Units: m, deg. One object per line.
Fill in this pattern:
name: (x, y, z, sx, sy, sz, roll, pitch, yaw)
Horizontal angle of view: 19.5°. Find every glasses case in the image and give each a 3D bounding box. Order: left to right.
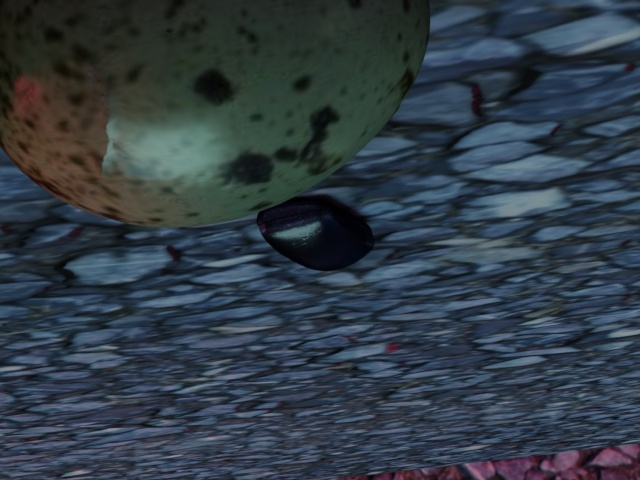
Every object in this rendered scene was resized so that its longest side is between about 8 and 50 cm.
glasses case: (0.000, 0.000, 0.825, 0.033, 0.023, 0.083, -9, 169, 16)

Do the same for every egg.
egg: (-0.026, -0.047, 0.423, 0.110, 0.085, 0.085, -18, 174, -24)
